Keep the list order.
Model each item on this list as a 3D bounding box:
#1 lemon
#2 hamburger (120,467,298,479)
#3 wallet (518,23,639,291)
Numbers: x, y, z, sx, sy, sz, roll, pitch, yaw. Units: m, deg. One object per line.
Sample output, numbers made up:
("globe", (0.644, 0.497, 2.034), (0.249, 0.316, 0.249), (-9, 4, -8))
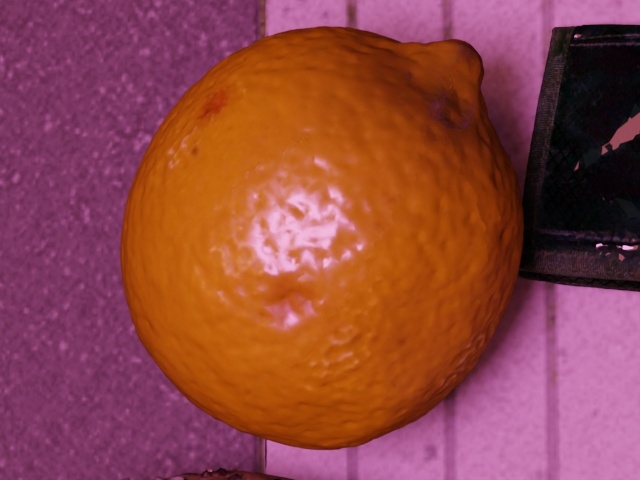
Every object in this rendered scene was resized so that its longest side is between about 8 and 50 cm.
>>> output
("lemon", (0.003, -0.008, 1.149), (0.228, 0.228, 0.253), (32, 114, 26))
("hamburger", (-0.058, 0.252, 1.127), (0.318, 0.277, 0.195), (4, 107, 2))
("wallet", (0.228, -0.046, 1.142), (0.236, 0.055, 0.160), (5, 81, 28))
